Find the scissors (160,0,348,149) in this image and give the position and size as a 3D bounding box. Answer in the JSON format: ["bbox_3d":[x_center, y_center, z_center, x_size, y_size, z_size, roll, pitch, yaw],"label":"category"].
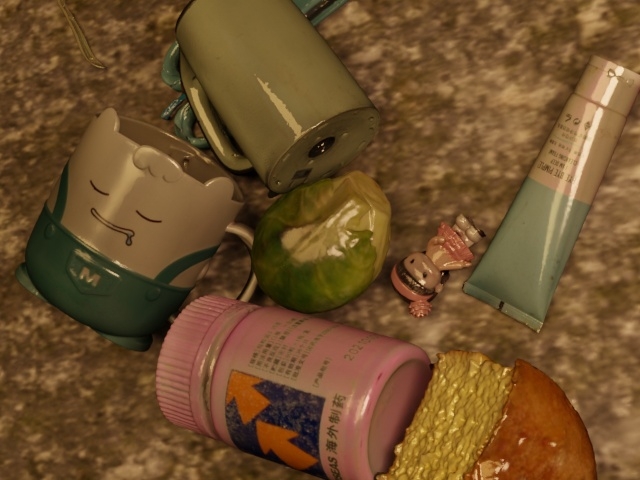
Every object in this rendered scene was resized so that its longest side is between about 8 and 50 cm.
[{"bbox_3d":[-0.059,-0.269,1.879,0.393,0.032,0.180,-33,64,17],"label":"scissors"}]

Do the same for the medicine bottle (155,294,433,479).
[{"bbox_3d":[-0.030,0.174,1.662,0.290,0.178,0.178,13,84,30],"label":"medicine bottle"}]

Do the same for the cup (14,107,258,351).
[{"bbox_3d":[-0.211,-0.001,1.803,0.289,0.219,0.257,31,100,-1],"label":"cup"}]

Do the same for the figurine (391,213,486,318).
[{"bbox_3d":[0.141,0.029,1.684,0.129,0.054,0.072,-43,75,5],"label":"figurine"}]

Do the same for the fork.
[{"bbox_3d":[-0.362,-0.325,2.061,0.028,0.034,0.219,-45,60,21],"label":"fork"}]

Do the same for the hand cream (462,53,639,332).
[{"bbox_3d":[0.276,-0.055,1.633,0.111,0.070,0.312,31,101,30],"label":"hand cream"}]

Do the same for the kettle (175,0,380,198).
[{"bbox_3d":[-0.077,-0.186,1.780,0.255,0.165,0.240,54,130,17],"label":"kettle"}]

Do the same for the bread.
[{"bbox_3d":[0.172,0.292,1.507,0.340,0.179,0.194,-66,26,0],"label":"bread"}]

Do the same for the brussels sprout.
[{"bbox_3d":[0.004,0.004,1.715,0.180,0.144,0.161,-36,27,29],"label":"brussels sprout"}]
